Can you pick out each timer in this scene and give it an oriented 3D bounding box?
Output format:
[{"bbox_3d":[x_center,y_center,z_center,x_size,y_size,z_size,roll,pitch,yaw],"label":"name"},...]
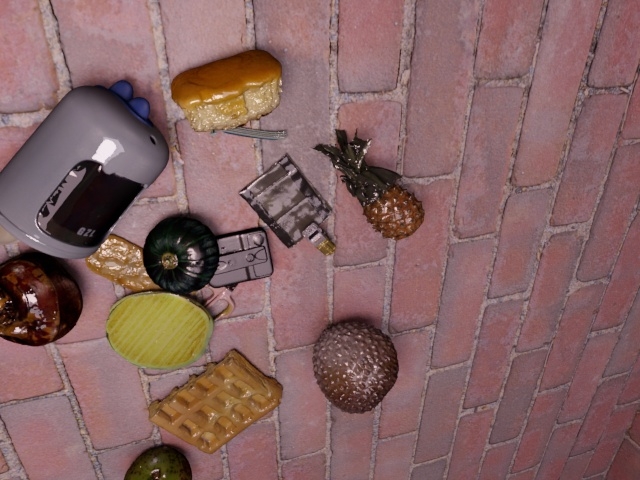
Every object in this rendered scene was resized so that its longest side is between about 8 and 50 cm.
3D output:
[{"bbox_3d":[-0.229,0.050,1.183,0.187,0.055,0.144,-13,108,-11],"label":"timer"}]

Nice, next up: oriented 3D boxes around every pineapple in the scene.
[{"bbox_3d":[0.137,-0.150,1.160,0.165,0.165,0.364,-43,120,6],"label":"pineapple"}]

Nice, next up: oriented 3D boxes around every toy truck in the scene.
[{"bbox_3d":[0.000,0.000,1.229,0.052,0.063,0.123,-40,149,5],"label":"toy truck"}]

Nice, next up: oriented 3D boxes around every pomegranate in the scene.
[{"bbox_3d":[-0.531,0.797,1.417,0.214,0.214,0.248,-7,151,-15],"label":"pomegranate"}]

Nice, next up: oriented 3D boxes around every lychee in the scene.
[{"bbox_3d":[0.104,0.400,1.364,0.300,0.300,0.300,-8,118,-15],"label":"lychee"}]

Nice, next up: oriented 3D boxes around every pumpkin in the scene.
[{"bbox_3d":[-0.351,0.038,1.080,0.201,0.140,0.202,4,103,17],"label":"pumpkin"}]

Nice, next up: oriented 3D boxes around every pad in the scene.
[{"bbox_3d":[-0.088,-0.102,1.187,0.174,0.022,0.233,-38,121,3],"label":"pad"}]

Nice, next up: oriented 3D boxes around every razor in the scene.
[{"bbox_3d":[-0.177,-0.270,1.062,0.191,0.037,0.068,4,73,-25],"label":"razor"}]

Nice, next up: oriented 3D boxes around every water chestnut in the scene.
[{"bbox_3d":[-0.680,0.140,0.990,0.223,0.238,0.224,5,108,16],"label":"water chestnut"}]

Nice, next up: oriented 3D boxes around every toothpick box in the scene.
[{"bbox_3d":[-0.486,-0.169,0.904,0.355,0.263,0.263,-46,121,7],"label":"toothpick box"}]

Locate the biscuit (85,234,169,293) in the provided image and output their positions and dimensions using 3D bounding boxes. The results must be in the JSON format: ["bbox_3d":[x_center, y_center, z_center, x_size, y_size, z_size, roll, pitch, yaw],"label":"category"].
[{"bbox_3d":[-0.491,0.075,1.135,0.247,0.029,0.118,34,101,-30],"label":"biscuit"}]

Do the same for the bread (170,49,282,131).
[{"bbox_3d":[-0.200,-0.333,0.948,0.245,0.174,0.121,-22,141,-5],"label":"bread"}]

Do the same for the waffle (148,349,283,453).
[{"bbox_3d":[-0.327,0.535,1.403,0.348,0.077,0.304,-36,123,2],"label":"waffle"}]

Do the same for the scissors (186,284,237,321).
[{"bbox_3d":[-0.274,0.136,1.244,0.317,0.024,0.160,-42,121,5],"label":"scissors"}]

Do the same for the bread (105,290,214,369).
[{"bbox_3d":[-0.455,0.256,1.219,0.301,0.045,0.301,-5,122,-9],"label":"bread"}]

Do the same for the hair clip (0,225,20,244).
[{"bbox_3d":[-0.770,-0.081,0.911,0.282,0.113,0.173,24,106,-27],"label":"hair clip"}]
